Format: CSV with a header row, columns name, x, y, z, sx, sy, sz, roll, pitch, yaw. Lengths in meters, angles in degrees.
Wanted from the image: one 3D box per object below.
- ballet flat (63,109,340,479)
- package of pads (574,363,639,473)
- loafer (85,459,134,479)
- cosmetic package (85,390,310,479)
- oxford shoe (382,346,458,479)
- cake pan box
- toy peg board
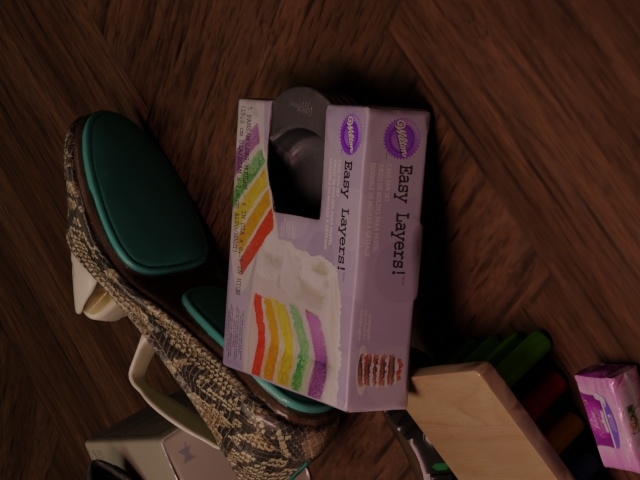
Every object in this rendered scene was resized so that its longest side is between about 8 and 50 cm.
name,x,y,z,sx,sy,sz,roll,pitch,yaw
ballet flat,-0.167,0.078,1.789,0.483,0.164,0.182,51,122,25
package of pads,0.227,0.135,1.253,0.050,0.032,0.083,-2,110,61
loafer,-0.201,0.333,1.857,0.223,0.076,0.078,45,160,36
cosmetic package,-0.151,0.260,1.957,0.129,0.153,0.296,65,156,-4
oxford shoe,0.116,0.193,1.489,0.096,0.083,0.227,-148,34,-85
cake pan box,0.000,0.000,1.445,0.246,0.070,0.266,14,101,59
toy peg board,0.161,0.150,1.369,0.160,0.079,0.161,53,157,-9
